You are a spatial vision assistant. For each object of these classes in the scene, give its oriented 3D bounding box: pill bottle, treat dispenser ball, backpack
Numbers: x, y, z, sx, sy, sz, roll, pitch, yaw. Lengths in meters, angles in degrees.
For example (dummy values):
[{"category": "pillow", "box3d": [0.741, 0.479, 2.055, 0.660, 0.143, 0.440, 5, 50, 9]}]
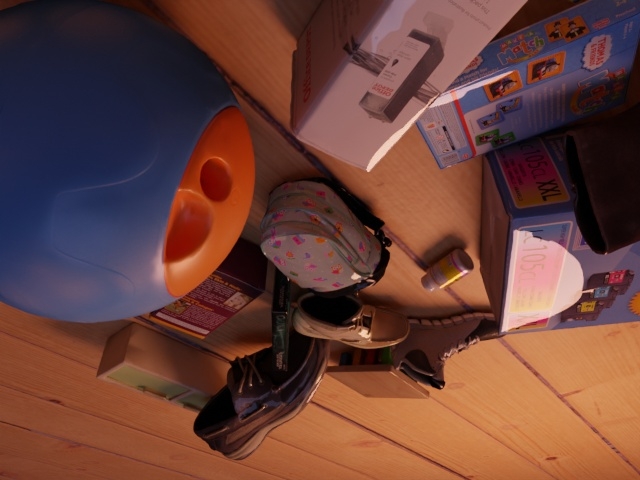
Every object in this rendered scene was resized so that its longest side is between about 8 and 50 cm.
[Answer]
[{"category": "pill bottle", "box3d": [0.201, 0.051, 0.798, 0.043, 0.043, 0.083, 24, 134, -26]}, {"category": "treat dispenser ball", "box3d": [-0.206, -0.068, 0.467, 0.288, 0.288, 0.288, 0, 140, 0]}, {"category": "backpack", "box3d": [0.000, 0.000, 0.684, 0.152, 0.115, 0.182, -20, 133, 25]}]

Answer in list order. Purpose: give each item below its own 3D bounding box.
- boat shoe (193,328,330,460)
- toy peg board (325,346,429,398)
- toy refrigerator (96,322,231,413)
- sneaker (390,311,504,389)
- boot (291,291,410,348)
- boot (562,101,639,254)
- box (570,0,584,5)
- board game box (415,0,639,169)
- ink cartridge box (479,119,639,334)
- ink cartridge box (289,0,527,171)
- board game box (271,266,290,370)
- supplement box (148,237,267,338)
[{"category": "boat shoe", "box3d": [-0.119, 0.286, 0.950, 0.130, 0.132, 0.355, 30, 107, -29]}, {"category": "toy peg board", "box3d": [0.124, 0.268, 1.044, 0.161, 0.079, 0.161, -13, 140, 38]}, {"category": "toy refrigerator", "box3d": [-0.303, 0.276, 1.021, 0.102, 0.094, 0.269, -30, 132, 30]}, {"category": "sneaker", "box3d": [0.240, 0.210, 0.917, 0.229, 0.132, 0.086, -7, 139, 8]}, {"category": "boot", "box3d": [0.060, 0.129, 0.828, 0.213, 0.077, 0.165, 7, 161, -3]}, {"category": "boot", "box3d": [0.327, -0.122, 0.453, 0.207, 0.248, 0.090, -12, -177, -4]}, {"category": "box", "box3d": [0.238, -0.286, 0.395, 0.059, 0.054, 0.169, 14, 138, -17]}, {"category": "board game box", "box3d": [0.207, -0.154, 0.522, 0.211, 0.039, 0.160, -18, 158, 20]}, {"category": "ink cartridge box", "box3d": [0.421, -0.021, 0.639, 0.395, 0.151, 0.270, -10, 139, 9]}, {"category": "ink cartridge box", "box3d": [0.064, -0.191, 0.424, 0.092, 0.158, 0.218, 22, 135, -25]}, {"category": "board game box", "box3d": [-0.063, 0.113, 0.806, 0.026, 0.126, 0.186, 2, 140, -3]}, {"category": "supplement box", "box3d": [-0.179, 0.072, 0.791, 0.104, 0.081, 0.188, 28, 132, -29]}]
